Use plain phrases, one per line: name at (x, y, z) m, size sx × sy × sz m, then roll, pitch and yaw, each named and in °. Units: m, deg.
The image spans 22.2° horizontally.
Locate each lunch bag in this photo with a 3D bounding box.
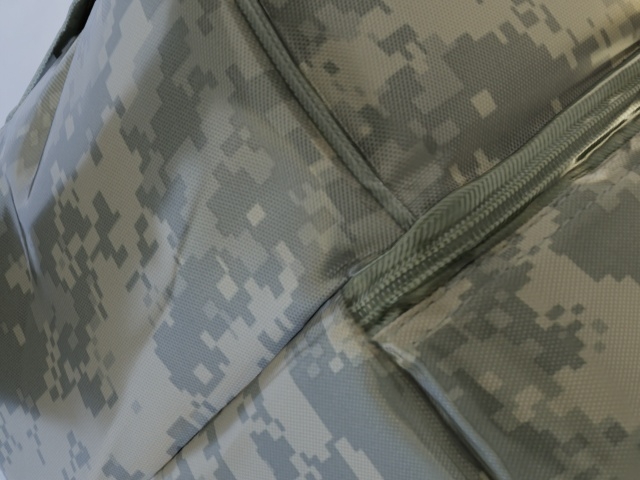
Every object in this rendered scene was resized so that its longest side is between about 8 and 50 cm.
lunch bag at (0.000, 0.000, 0.564) m, size 0.256 × 0.305 × 0.212 m, roll 49°, pitch -130°, yaw 4°
